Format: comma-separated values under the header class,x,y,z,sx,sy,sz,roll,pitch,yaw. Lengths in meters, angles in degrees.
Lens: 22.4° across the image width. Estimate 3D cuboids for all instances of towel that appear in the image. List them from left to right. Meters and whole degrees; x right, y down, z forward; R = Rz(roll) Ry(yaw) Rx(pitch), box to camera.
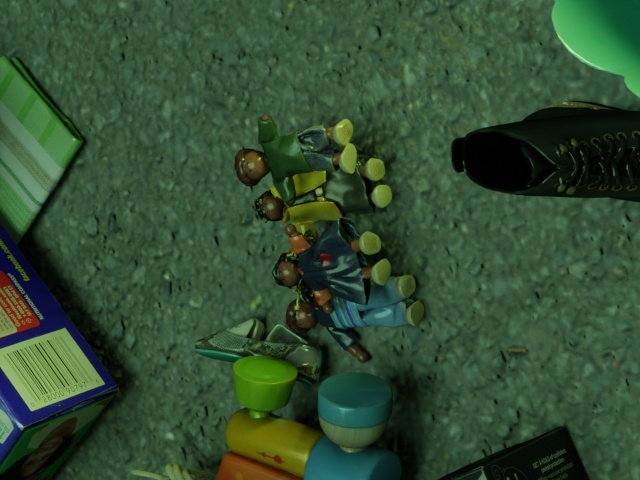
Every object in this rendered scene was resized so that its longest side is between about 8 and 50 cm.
class,x,y,z,sx,sy,sz,roll,pitch,yaw
towel,-0.267,-0.066,1.372,0.113,0.023,0.152,48,118,17

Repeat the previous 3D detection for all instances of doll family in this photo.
class,x,y,z,sx,sy,sz,roll,pitch,yaw
doll family,0.000,0.000,1.159,0.111,0.076,0.193,-12,93,31

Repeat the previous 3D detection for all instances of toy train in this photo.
class,x,y,z,sx,sy,sz,roll,pitch,yaw
toy train,-0.050,0.148,1.187,0.248,0.105,0.143,15,113,33

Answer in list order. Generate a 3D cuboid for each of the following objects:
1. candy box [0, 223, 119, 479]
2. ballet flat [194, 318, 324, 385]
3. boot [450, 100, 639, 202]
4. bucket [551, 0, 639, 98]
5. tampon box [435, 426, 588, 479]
class,x,y,z,sx,sy,sz,roll,pitch,yaw
candy box,-0.351,0.133,1.386,0.268,0.122,0.317,51,128,17
ballet flat,-0.044,0.081,1.228,0.114,0.041,0.041,12,104,33
boot,0.191,-0.044,0.976,0.198,0.137,0.077,2,99,34
bucket,0.261,-0.204,0.874,0.281,0.183,0.281,6,100,34
tampon box,0.129,0.225,1.072,0.101,0.120,0.161,-29,80,34
